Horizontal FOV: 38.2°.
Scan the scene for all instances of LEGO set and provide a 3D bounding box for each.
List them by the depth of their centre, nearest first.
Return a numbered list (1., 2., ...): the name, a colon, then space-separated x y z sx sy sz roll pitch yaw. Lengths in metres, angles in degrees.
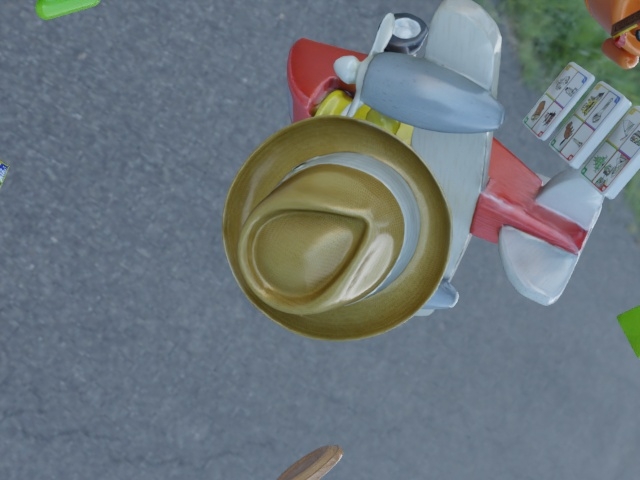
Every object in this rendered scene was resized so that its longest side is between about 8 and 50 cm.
1. LEGO set: 0.305 -0.163 0.827 0.060 0.182 0.244 29 108 -24

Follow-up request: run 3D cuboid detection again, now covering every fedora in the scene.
1. fedora: 0.000 0.000 0.699 0.079 0.194 0.194 -35 146 -65

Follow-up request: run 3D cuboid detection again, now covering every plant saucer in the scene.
1. plant saucer: -0.015 0.221 0.886 0.083 0.013 0.083 -34 -179 1

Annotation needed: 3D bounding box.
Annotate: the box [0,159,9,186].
1. box: -0.350 -0.059 0.782 0.054 0.169 0.059 43 61 -60

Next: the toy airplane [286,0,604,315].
1. toy airplane: 0.110 -0.056 1.009 0.272 0.384 0.386 -33 108 -23

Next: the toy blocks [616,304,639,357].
1. toy blocks: 0.528 0.024 0.956 0.381 0.190 0.261 -31 170 28

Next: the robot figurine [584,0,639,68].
1. robot figurine: 0.412 -0.313 1.174 0.128 0.219 0.158 -22 121 8

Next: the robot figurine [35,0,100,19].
1. robot figurine: -0.178 -0.195 0.596 0.067 0.115 0.101 -43 129 -45
